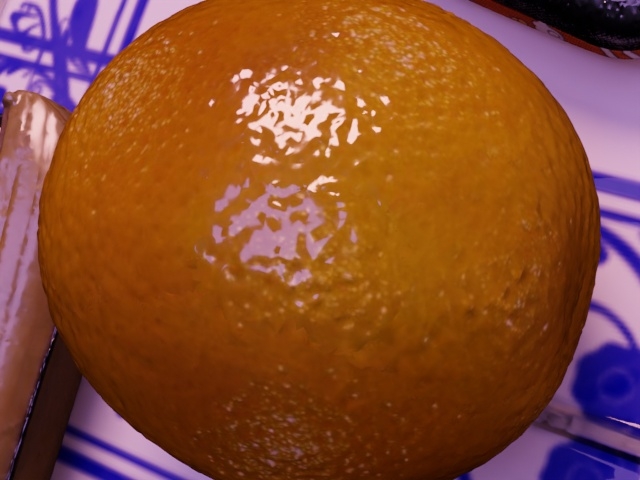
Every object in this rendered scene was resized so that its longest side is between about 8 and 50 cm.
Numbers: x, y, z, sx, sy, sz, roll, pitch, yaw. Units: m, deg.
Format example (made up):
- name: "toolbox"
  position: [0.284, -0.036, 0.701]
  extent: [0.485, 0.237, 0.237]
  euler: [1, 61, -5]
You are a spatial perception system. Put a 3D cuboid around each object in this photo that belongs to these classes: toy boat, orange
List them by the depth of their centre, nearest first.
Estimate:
- name: "orange"
  position: [0.000, 0.000, 0.450]
  extent: [0.236, 0.236, 0.236]
  euler: [-6, 75, 23]
- name: "toy boat"
  position: [-0.197, 0.075, 0.582]
  extent: [0.121, 0.089, 0.321]
  euler: [16, 90, 11]

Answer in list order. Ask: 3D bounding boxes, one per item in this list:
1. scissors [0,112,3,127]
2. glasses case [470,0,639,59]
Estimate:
- name: "scissors"
  position: [-0.109, -0.030, 0.617]
  extent: [0.300, 0.022, 0.109]
  euler: [-3, 80, 23]
- name: "glasses case"
  position: [0.082, -0.178, 0.540]
  extent: [0.266, 0.067, 0.103]
  euler: [33, 91, 28]
